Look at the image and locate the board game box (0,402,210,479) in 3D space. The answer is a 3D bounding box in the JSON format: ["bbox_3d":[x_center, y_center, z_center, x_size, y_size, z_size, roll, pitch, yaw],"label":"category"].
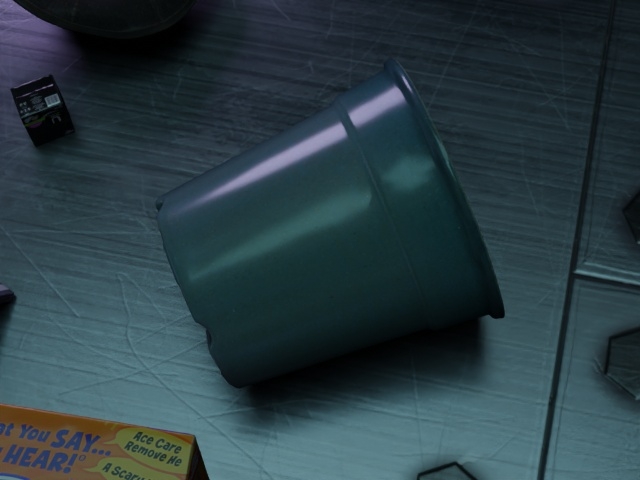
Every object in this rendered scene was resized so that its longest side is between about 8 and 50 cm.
[{"bbox_3d":[-0.322,0.388,1.343,0.356,0.356,0.356,9,68,3],"label":"board game box"}]

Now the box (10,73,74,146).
[{"bbox_3d":[-0.378,-0.177,1.743,0.062,0.083,0.052,-21,69,-8],"label":"box"}]

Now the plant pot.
[{"bbox_3d":[0.000,0.000,1.543,0.334,0.341,0.341,-23,68,1],"label":"plant pot"}]

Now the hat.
[{"bbox_3d":[-0.322,-0.409,1.816,0.331,0.134,0.331,4,75,-15],"label":"hat"}]

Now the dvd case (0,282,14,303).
[{"bbox_3d":[-0.519,0.021,1.629,0.221,0.164,0.018,34,104,15],"label":"dvd case"}]
